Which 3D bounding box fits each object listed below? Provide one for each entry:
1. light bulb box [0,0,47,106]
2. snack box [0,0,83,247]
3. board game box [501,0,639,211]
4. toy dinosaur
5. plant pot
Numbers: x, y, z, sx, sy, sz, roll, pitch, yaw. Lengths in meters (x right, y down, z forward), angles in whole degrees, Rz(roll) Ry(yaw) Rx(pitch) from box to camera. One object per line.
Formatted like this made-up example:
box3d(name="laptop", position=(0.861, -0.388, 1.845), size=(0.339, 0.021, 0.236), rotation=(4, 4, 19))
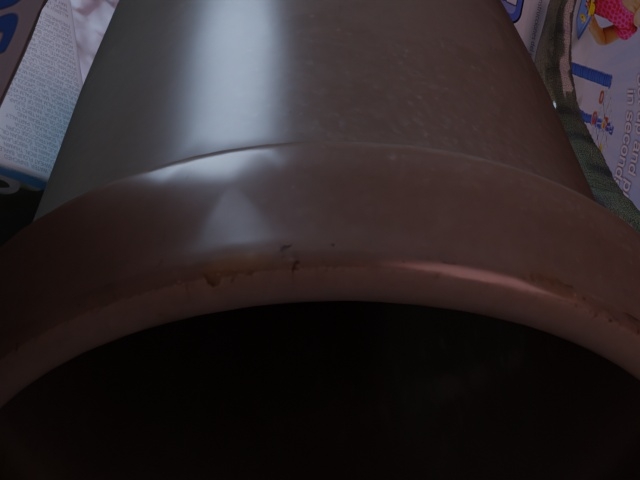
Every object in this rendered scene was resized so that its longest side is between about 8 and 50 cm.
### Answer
box3d(name="light bulb box", position=(-0.285, -0.183, 0.504), size=(0.361, 0.225, 0.358), rotation=(-18, 62, -42))
box3d(name="snack box", position=(-0.238, -0.116, 0.741), size=(0.322, 0.060, 0.187), rotation=(21, 43, -37))
box3d(name="board game box", position=(0.127, -0.098, 0.982), size=(0.302, 0.086, 0.308), rotation=(17, 81, -40))
box3d(name="toy dinosaur", position=(0.094, 0.004, 0.824), size=(0.064, 0.118, 0.268), rotation=(73, 1, -51))
box3d(name="plant pot", position=(0.000, 0.000, 0.702), size=(0.263, 0.263, 0.229), rotation=(26, 45, -31))
